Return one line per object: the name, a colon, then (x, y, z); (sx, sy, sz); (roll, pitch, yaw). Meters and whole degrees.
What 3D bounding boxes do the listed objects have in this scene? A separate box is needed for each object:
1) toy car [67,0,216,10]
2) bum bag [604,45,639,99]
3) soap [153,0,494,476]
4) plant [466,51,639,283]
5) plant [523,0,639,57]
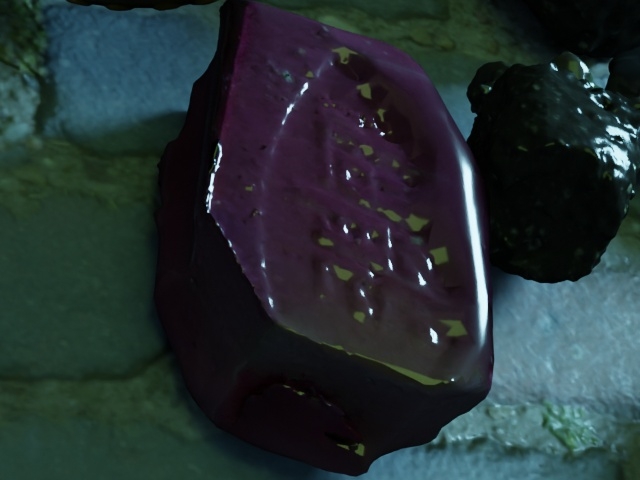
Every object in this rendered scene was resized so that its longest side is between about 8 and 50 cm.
toy car: (-0.113, -0.297, 1.410); (0.271, 0.240, 0.340); (-3, 13, 6)
bum bag: (0.378, -0.057, 1.557); (0.340, 0.095, 0.144); (30, 60, 2)
soap: (0.000, 0.000, 1.295); (0.220, 0.127, 0.324); (16, 48, -11)
plant: (0.165, -0.061, 1.423); (0.142, 0.131, 0.203); (24, 33, 1)
plant: (0.194, -0.309, 1.633); (0.182, 0.194, 0.320); (-4, 58, -44)
